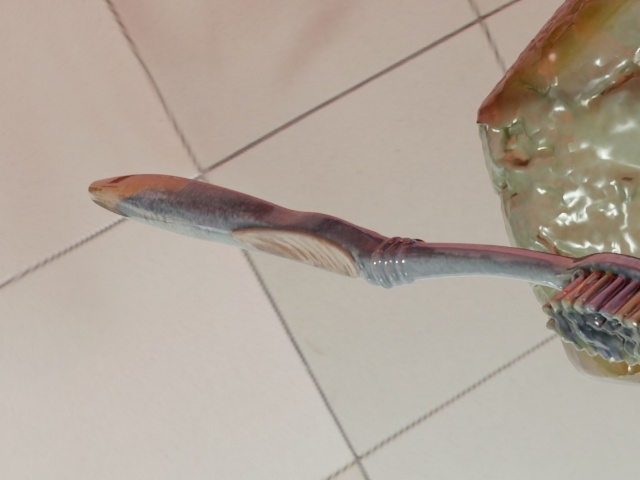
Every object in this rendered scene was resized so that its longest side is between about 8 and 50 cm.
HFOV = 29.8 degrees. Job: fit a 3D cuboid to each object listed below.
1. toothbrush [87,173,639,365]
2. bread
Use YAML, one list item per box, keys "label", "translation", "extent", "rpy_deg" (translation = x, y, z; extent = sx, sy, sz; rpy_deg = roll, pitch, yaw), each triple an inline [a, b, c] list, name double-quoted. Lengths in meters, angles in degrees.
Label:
- label: "toothbrush"
  translation: [0.000, 0.000, 0.499]
  extent: [0.037, 0.375, 0.028]
  rpy_deg: [-39, 121, -27]
- label: "bread"
  translation: [0.223, -0.062, 0.611]
  extent: [0.279, 0.250, 0.225]
  rpy_deg: [-38, 86, 26]
